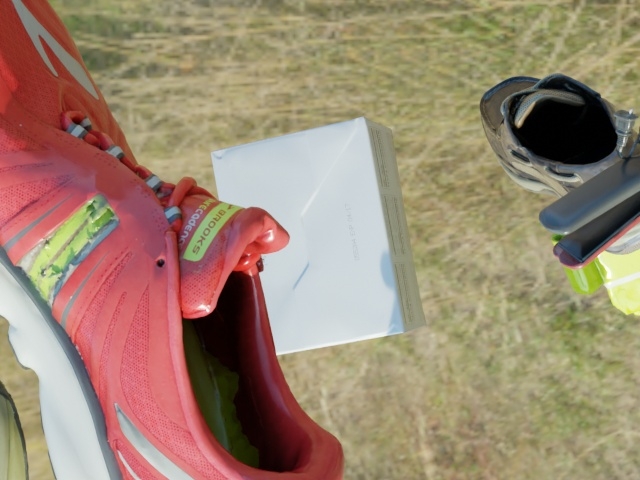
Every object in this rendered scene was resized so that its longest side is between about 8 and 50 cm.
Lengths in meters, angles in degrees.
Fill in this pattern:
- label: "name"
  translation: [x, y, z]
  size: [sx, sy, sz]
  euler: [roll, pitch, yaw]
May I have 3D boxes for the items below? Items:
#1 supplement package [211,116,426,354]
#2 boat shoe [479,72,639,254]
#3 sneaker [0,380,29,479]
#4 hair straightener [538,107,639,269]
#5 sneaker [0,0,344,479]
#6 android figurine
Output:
- label: "supplement package"
  translation: [0.000, 0.000, 1.559]
  size: [0.204, 0.145, 0.261]
  euler: [-11, 86, 16]
- label: "boat shoe"
  translation: [0.260, -0.118, 1.313]
  size: [0.130, 0.132, 0.355]
  euler: [55, 178, -30]
- label: "sneaker"
  translation: [-0.382, 0.274, 0.987]
  size: [0.158, 0.182, 0.410]
  euler: [39, 100, 36]
- label: "hair straightener"
  translation: [0.274, -0.074, 1.010]
  size: [0.089, 0.230, 0.047]
  euler: [56, 179, -36]
- label: "sneaker"
  translation: [-0.072, -0.001, 0.503]
  size: [0.118, 0.107, 0.279]
  euler: [-26, 92, 34]
- label: "android figurine"
  translation: [0.427, -0.005, 1.589]
  size: [0.248, 0.056, 0.272]
  euler: [-19, 116, 14]
